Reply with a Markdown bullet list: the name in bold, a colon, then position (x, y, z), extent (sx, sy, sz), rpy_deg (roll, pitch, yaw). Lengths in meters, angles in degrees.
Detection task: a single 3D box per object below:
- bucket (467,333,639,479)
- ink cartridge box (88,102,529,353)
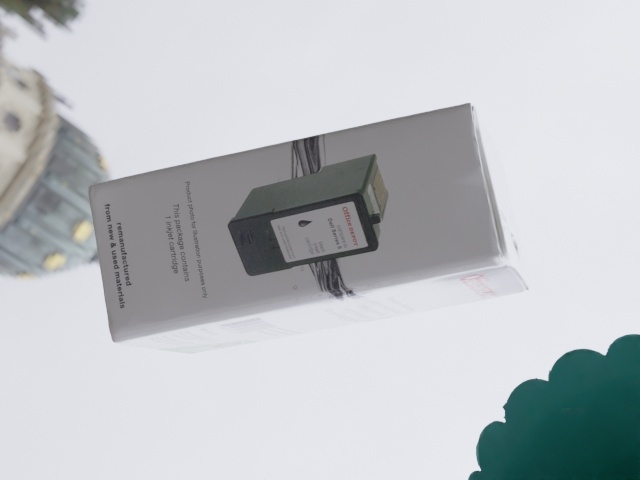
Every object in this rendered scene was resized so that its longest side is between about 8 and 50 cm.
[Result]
- **bucket**: position (0.289, 0.236, 1.416), extent (0.281, 0.183, 0.281), rpy_deg (-21, -146, 15)
- **ink cartridge box**: position (0.000, 0.000, 1.136), extent (0.273, 0.198, 0.115), rpy_deg (-12, -99, 10)
